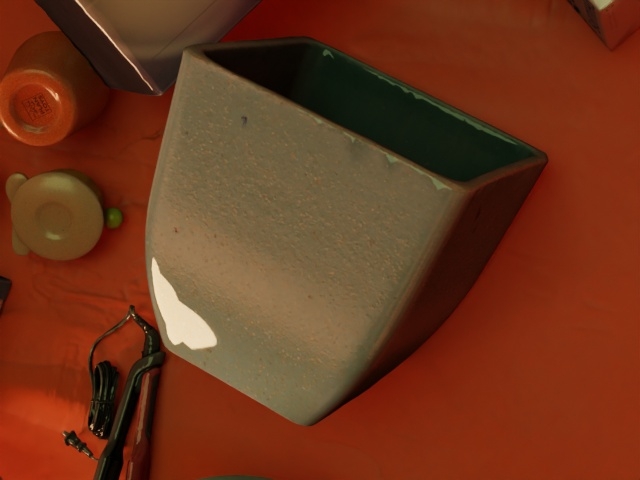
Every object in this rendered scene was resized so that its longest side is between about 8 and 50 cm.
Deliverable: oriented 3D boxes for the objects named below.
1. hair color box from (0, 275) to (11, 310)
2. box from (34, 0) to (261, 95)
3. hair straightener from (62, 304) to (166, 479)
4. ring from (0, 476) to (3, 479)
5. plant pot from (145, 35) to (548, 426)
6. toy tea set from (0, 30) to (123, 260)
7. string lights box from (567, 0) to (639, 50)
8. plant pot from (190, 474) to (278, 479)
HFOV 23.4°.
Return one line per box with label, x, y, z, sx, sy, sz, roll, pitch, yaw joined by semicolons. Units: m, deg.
hair color box;-0.484;0.061;1.443;0.347;0.105;0.174;18;88;16
box;-0.142;-0.324;1.263;0.296;0.182;0.294;-45;112;-10
hair straightener;-0.193;0.171;1.381;0.089;0.047;0.231;5;84;15
ring;-0.385;0.287;1.370;0.336;0.032;0.337;6;109;18
plant pot;0.000;0.000;1.262;0.247;0.247;0.252;28;109;16
toy tea set;-0.339;-0.103;1.426;0.336;0.124;0.200;8;113;4
string lights box;0.186;-0.293;1.295;0.076;0.133;0.260;-39;75;7
plant pot;-0.075;0.312;1.233;0.293;0.293;0.196;-21;52;11
